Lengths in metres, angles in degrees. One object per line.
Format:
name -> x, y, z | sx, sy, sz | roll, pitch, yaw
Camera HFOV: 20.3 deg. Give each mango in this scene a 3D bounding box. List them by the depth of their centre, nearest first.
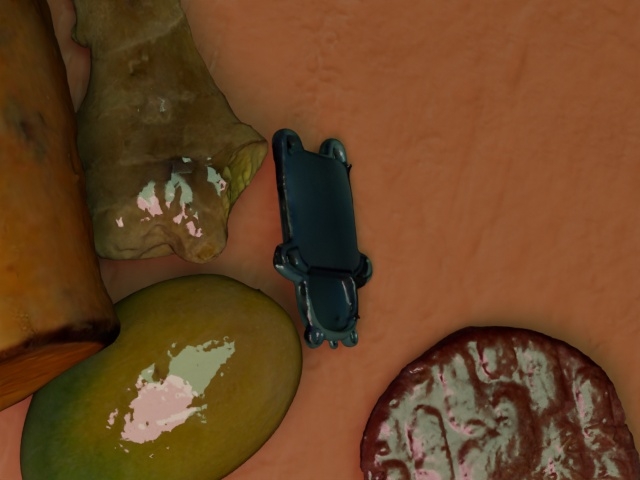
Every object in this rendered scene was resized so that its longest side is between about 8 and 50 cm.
mango -> -0.101, 0.101, 1.099 | 0.195, 0.092, 0.130 | -45, 93, 0

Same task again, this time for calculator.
calculator -> 0.000, 0.000, 1.129 | 0.094, 0.019, 0.141 | 9, 70, -51

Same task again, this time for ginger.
ginger -> -0.132, -0.115, 1.123 | 0.131, 0.086, 0.295 | -26, 80, 0

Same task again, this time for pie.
pie -> 0.114, 0.142, 1.139 | 0.182, 0.049, 0.182 | 1, 84, -5

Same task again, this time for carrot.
carrot -> -0.245, -0.064, 1.018 | 0.224, 0.224, 0.341 | -20, 80, -9
